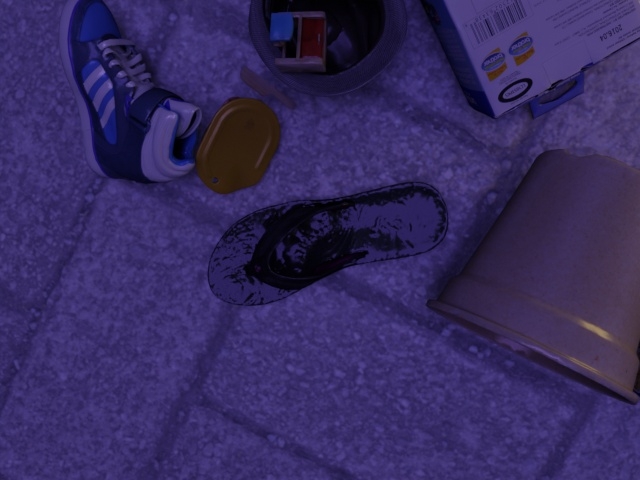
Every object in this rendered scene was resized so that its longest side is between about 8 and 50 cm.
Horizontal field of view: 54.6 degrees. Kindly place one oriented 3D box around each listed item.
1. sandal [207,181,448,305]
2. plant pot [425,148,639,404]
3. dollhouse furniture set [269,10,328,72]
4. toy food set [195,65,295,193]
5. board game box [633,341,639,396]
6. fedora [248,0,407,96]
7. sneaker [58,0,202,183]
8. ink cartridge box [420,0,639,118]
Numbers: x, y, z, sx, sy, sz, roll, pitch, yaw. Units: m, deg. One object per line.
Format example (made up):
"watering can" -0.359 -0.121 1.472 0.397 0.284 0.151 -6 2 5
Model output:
"sandal" 0.001 -0.003 1.081 0.446 0.107 0.167 -18 93 7
"plant pot" 0.381 0.039 0.967 0.334 0.334 0.305 26 86 2
"dollhouse furniture set" -0.006 -0.359 0.910 0.129 0.129 0.183 2 85 10
"toy food set" -0.143 -0.190 1.101 0.128 0.071 0.217 23 104 -29
"board game box" 0.538 0.149 1.034 0.035 0.136 0.201 3 95 5
"fedora" 0.014 -0.356 1.036 0.244 0.124 0.275 -42 81 5
"sneaker" -0.297 -0.256 1.044 0.236 0.130 0.322 2 105 25
"ink cartridge box" 0.315 -0.377 0.966 0.270 0.151 0.395 -29 108 7
